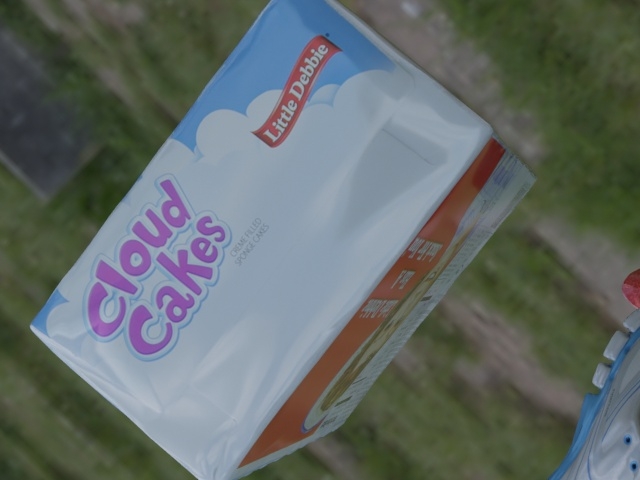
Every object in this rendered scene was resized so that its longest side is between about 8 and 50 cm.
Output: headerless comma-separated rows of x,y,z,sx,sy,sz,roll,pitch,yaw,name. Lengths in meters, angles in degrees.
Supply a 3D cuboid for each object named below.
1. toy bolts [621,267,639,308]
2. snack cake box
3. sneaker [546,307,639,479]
0.324,0.050,1.235,0.158,0.218,0.228,11,-174,-39,toy bolts
0.000,0.000,0.739,0.089,0.152,0.264,40,-175,8,snack cake box
0.135,0.117,0.835,0.071,0.190,0.083,21,180,-8,sneaker
